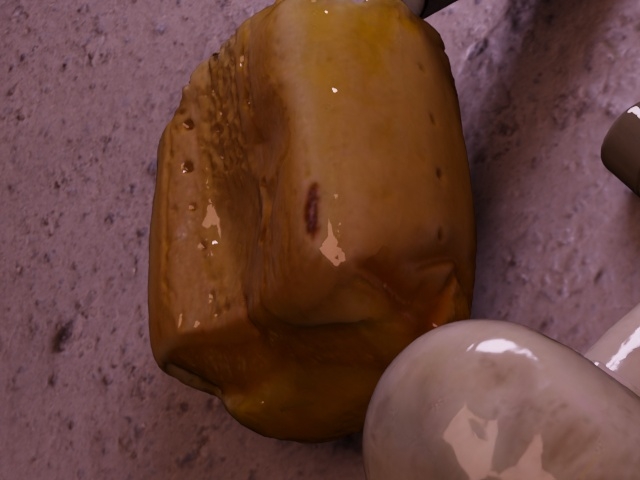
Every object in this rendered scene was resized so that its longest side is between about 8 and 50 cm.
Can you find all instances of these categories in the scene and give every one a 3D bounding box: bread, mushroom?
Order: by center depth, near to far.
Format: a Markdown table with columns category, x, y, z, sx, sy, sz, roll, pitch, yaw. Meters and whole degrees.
| category | x | y | z | sx | sy | sz | roll | pitch | yaw |
| --- | --- | --- | --- | --- | --- | --- | --- | --- | --- |
| mushroom | 0.212 | 0.162 | 0.846 | 0.336 | 0.314 | 0.314 | -40 | 46 | -22 |
| bread | 0.000 | 0.000 | 1.055 | 0.361 | 0.250 | 0.394 | -34 | 51 | 44 |

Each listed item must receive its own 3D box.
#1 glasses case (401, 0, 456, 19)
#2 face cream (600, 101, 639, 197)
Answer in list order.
| category | x | y | z | sx | sy | sz | roll | pitch | yaw |
| --- | --- | --- | --- | --- | --- | --- | --- | --- | --- |
| glasses case | 0.186 | -0.305 | 1.093 | 0.299 | 0.060 | 0.114 | -32 | 7 | -24 |
| face cream | 0.381 | 0.001 | 0.903 | 0.137 | 0.084 | 0.341 | -23 | 49 | -20 |
